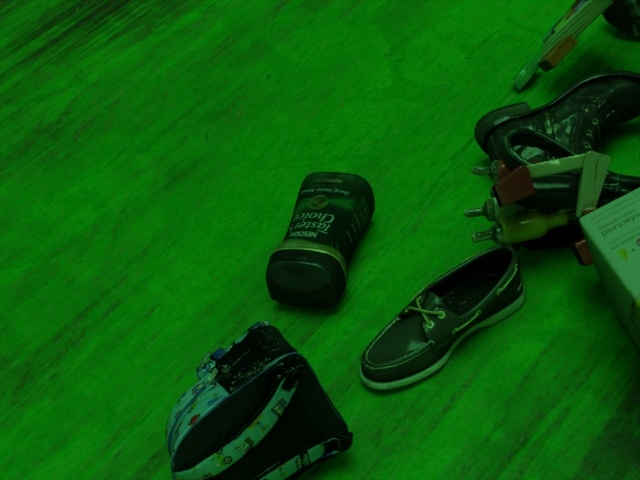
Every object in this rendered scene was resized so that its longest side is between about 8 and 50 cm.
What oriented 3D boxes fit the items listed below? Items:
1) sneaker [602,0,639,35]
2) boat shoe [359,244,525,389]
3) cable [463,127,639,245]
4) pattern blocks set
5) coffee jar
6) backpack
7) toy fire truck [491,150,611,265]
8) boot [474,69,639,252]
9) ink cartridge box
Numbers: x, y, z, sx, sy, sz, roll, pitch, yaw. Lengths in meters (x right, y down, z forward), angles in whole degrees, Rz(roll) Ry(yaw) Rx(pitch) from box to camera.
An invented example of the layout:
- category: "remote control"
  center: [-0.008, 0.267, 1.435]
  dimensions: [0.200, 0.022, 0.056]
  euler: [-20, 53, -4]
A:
- category: "sneaker"
  center: [0.563, -0.393, 1.691]
  dimensions: [0.330, 0.130, 0.147]
  euler: [-21, 18, 0]
- category: "boat shoe"
  center: [0.132, 0.081, 1.284]
  dimensions: [0.227, 0.069, 0.081]
  euler: [-32, 45, -21]
- category: "cable"
  center: [0.312, -0.056, 1.331]
  dimensions: [0.287, 0.072, 0.139]
  euler: [4, 62, 0]
- category: "pattern blocks set"
  center: [0.369, -0.325, 1.536]
  dimensions: [0.026, 0.325, 0.285]
  euler: [41, 49, -2]
- category: "coffee jar"
  center: [0.000, 0.000, 1.400]
  dimensions: [0.096, 0.079, 0.184]
  euler: [4, 44, 18]
- category: "backpack"
  center: [-0.078, 0.188, 1.161]
  dimensions: [0.173, 0.158, 0.117]
  euler: [-38, 37, -10]
- category: "toy fire truck"
  center: [0.300, -0.047, 1.260]
  dimensions: [0.192, 0.135, 0.047]
  euler: [-26, -1, 4]
- category: "boot"
  center: [0.330, -0.090, 1.430]
  dimensions: [0.263, 0.091, 0.229]
  euler: [-19, 47, -1]
- category: "ink cartridge box"
  center: [0.396, 0.062, 1.141]
  dimensions: [0.171, 0.168, 0.233]
  euler: [-27, 42, 4]
